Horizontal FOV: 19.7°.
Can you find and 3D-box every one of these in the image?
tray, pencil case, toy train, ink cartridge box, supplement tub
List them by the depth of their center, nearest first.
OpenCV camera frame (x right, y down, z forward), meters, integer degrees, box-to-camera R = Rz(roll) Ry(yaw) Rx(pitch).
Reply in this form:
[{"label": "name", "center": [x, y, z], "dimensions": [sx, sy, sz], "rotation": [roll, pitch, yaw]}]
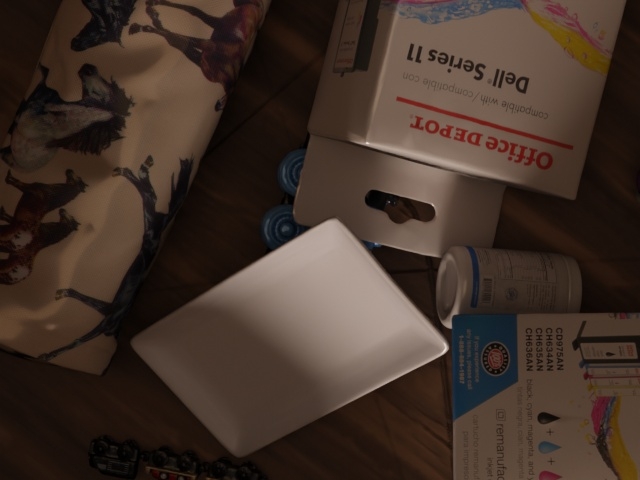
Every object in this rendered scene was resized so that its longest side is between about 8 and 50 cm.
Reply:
[{"label": "ink cartridge box", "center": [0.223, 0.154, 1.475], "dimensions": [0.232, 0.168, 0.171], "rotation": [-1, 76, 5]}, {"label": "ink cartridge box", "center": [0.122, -0.158, 1.484], "dimensions": [0.207, 0.119, 0.353], "rotation": [13, 92, -25]}, {"label": "tray", "center": [-0.026, 0.079, 1.511], "dimensions": [0.270, 0.030, 0.145], "rotation": [-31, 105, 40]}, {"label": "supplement tub", "center": [0.155, 0.042, 1.531], "dimensions": [0.107, 0.071, 0.071], "rotation": [5, 90, -15]}, {"label": "pencil case", "center": [-0.191, -0.082, 1.537], "dimensions": [0.183, 0.160, 0.410], "rotation": [24, 92, 15]}, {"label": "toy train", "center": [0.000, 0.000, 1.561], "dimensions": [0.105, 0.080, 0.184], "rotation": [18, 90, -3]}, {"label": "toy train", "center": [-0.124, 0.200, 1.595], "dimensions": [0.158, 0.027, 0.036], "rotation": [9, 98, 6]}]

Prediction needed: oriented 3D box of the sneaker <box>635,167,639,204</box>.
[{"label": "sneaker", "center": [0.410, -0.095, 1.512], "dimensions": [0.305, 0.114, 0.152], "rotation": [-41, 95, 12]}]
